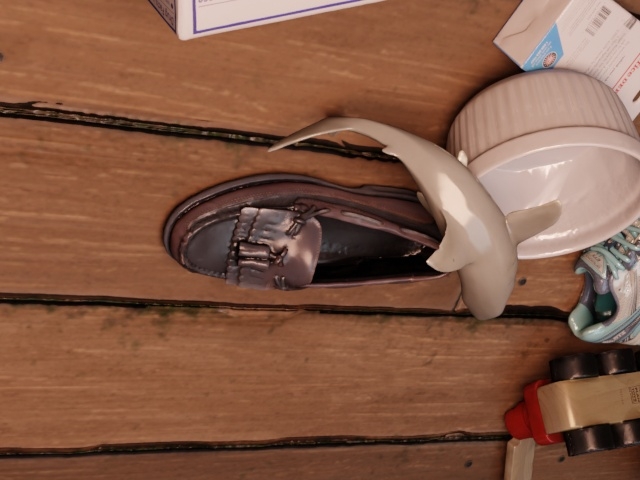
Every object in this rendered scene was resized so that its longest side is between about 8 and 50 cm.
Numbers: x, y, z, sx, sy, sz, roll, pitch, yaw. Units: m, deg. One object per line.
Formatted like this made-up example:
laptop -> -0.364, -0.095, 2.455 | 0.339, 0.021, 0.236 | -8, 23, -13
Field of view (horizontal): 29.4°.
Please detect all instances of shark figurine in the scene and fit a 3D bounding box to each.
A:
shark figurine -> 0.098, -0.028, 1.116 | 0.278, 0.166, 0.116 | 45, 51, -11

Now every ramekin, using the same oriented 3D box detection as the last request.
ramekin -> 0.223, -0.079, 1.224 | 0.207, 0.109, 0.207 | -4, 149, -3

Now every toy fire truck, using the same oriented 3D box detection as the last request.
toy fire truck -> 0.333, 0.239, 1.566 | 0.217, 0.158, 0.246 | -3, 165, -29

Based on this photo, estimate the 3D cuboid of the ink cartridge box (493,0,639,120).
ink cartridge box -> 0.274, -0.195, 1.245 | 0.180, 0.060, 0.104 | 24, 109, -40

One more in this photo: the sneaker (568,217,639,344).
sneaker -> 0.369, 0.015, 1.427 | 0.122, 0.110, 0.283 | -7, 126, -22

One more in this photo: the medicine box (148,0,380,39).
medicine box -> -0.015, -0.327, 0.915 | 0.263, 0.149, 0.289 | -15, 129, -21

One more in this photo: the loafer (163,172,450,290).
loafer -> 0.000, 0.000, 1.200 | 0.302, 0.095, 0.109 | -2, 124, -30
